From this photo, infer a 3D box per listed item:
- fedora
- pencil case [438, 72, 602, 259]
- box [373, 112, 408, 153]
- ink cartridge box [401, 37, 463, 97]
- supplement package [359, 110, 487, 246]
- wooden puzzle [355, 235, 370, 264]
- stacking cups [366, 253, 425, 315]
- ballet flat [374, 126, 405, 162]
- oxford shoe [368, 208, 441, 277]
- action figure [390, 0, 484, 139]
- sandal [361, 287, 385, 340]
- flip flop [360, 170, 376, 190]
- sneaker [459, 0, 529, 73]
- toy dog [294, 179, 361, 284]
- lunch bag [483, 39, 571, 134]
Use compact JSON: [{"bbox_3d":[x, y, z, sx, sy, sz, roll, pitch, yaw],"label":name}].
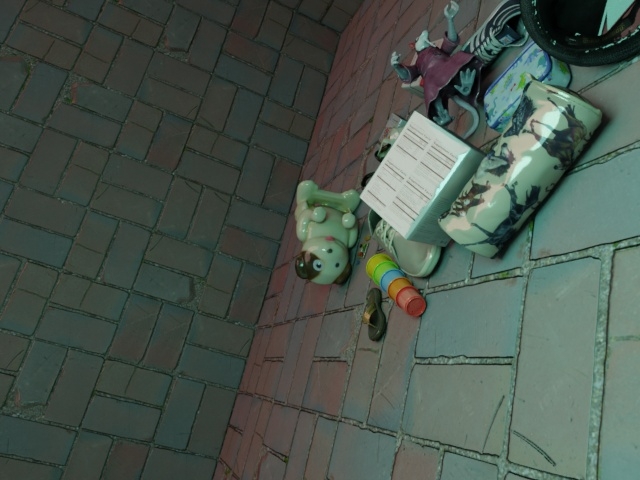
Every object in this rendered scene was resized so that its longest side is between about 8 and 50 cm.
[{"bbox_3d":[0.573,-0.524,1.006,0.152,0.334,0.334,-42,-10,-48],"label":"fedora"},{"bbox_3d":[0.420,-0.148,1.124,0.410,0.160,0.183,-61,33,28],"label":"pencil case"},{"bbox_3d":[0.289,-0.427,2.112,0.186,0.038,0.145,-63,18,19],"label":"box"},{"bbox_3d":[0.406,-0.620,1.846,0.171,0.100,0.237,-67,16,8],"label":"ink cartridge box"},{"bbox_3d":[0.283,-0.151,1.312,0.198,0.199,0.262,47,114,35],"label":"supplement package"},{"bbox_3d":[0.165,0.038,2.003,0.079,0.014,0.116,162,126,-70],"label":"wooden puzzle"},{"bbox_3d":[0.236,0.131,1.548,0.095,0.096,0.316,-67,20,10],"label":"stacking cups"},{"bbox_3d":[0.291,-0.367,1.928,0.280,0.096,0.095,-43,30,57],"label":"ballet flat"},{"bbox_3d":[0.248,-0.013,1.595,0.169,0.130,0.449,-64,18,15],"label":"oxford shoe"},{"bbox_3d":[0.372,-0.516,1.535,0.248,0.276,0.370,-31,41,16],"label":"action figure"},{"bbox_3d":[0.167,0.237,1.673,0.219,0.060,0.090,-87,23,-46],"label":"sandal"},{"bbox_3d":[0.201,-0.227,2.007,0.112,0.080,0.277,-64,-2,0],"label":"flip flop"},{"bbox_3d":[0.499,-0.563,1.481,0.282,0.099,0.153,-56,19,32],"label":"sneaker"},{"bbox_3d":[0.000,0.000,2.121,0.407,0.285,0.395,-93,27,-49],"label":"toy dog"},{"bbox_3d":[0.504,-0.380,1.268,0.219,0.090,0.175,-50,23,48],"label":"lunch bag"}]
